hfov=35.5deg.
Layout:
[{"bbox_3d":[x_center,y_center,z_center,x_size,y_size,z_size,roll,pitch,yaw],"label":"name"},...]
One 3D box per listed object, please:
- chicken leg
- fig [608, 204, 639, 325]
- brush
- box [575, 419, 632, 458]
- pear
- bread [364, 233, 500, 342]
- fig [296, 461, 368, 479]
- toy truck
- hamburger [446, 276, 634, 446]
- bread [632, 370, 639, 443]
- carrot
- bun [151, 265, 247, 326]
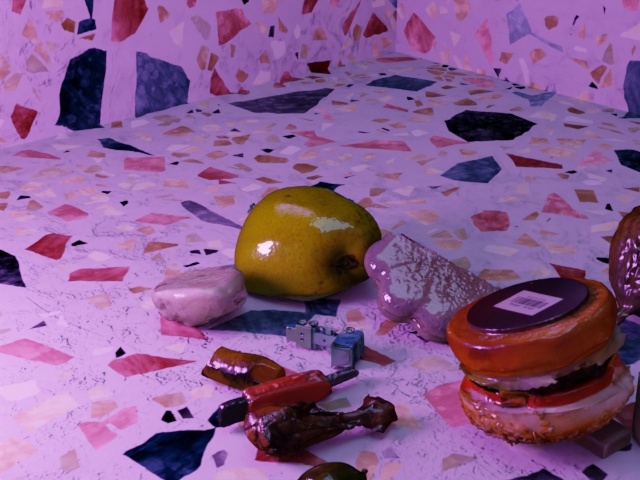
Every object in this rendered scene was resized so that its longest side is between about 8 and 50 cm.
[{"bbox_3d":[0.003,0.344,1.858,0.304,0.093,0.113,-1,42,-22],"label":"chicken leg"},{"bbox_3d":[0.732,0.102,2.210,0.286,0.286,0.368,24,58,40],"label":"fig"},{"bbox_3d":[-0.055,0.300,1.958,0.323,0.070,0.051,-16,33,-32],"label":"brush"},{"bbox_3d":[0.521,0.361,1.865,0.079,0.035,0.083,-17,30,-31],"label":"box"},{"bbox_3d":[0.000,0.000,2.408,0.318,0.238,0.342,10,26,40],"label":"pear"},{"bbox_3d":[0.238,0.126,2.226,0.337,0.102,0.183,28,59,12],"label":"bread"},{"bbox_3d":[0.036,0.421,1.678,0.117,0.117,0.177,21,10,37],"label":"fig"},{"bbox_3d":[0.002,0.218,2.133,0.175,0.067,0.081,10,28,21],"label":"toy truck"},{"bbox_3d":[0.409,0.226,1.870,0.330,0.250,0.330,-18,14,4],"label":"hamburger"},{"bbox_3d":[0.654,0.315,1.842,0.148,0.141,0.134,14,32,30],"label":"bread"},{"bbox_3d":[-0.155,0.263,2.021,0.173,0.082,0.082,14,29,21],"label":"carrot"},{"bbox_3d":[-0.267,0.132,2.261,0.210,0.116,0.237,-16,15,-25],"label":"bun"}]
